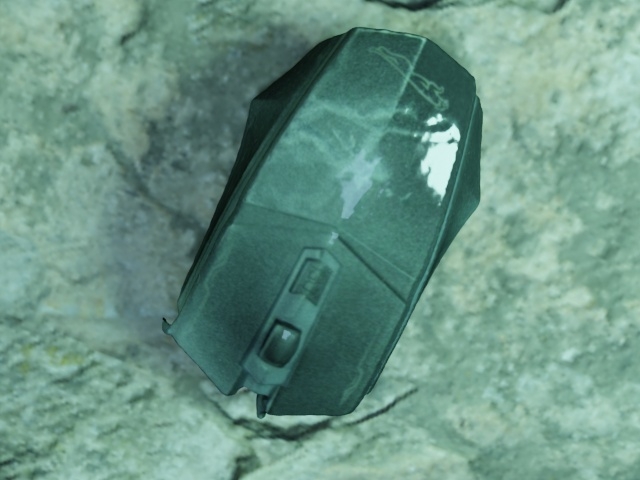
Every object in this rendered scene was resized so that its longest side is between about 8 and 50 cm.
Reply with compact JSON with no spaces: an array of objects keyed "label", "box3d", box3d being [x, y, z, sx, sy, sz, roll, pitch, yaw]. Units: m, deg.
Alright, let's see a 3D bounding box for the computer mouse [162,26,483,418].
[{"label":"computer mouse","box3d":[0.002,0.002,0.686,0.126,0.071,0.231,25,113,-5]}]
